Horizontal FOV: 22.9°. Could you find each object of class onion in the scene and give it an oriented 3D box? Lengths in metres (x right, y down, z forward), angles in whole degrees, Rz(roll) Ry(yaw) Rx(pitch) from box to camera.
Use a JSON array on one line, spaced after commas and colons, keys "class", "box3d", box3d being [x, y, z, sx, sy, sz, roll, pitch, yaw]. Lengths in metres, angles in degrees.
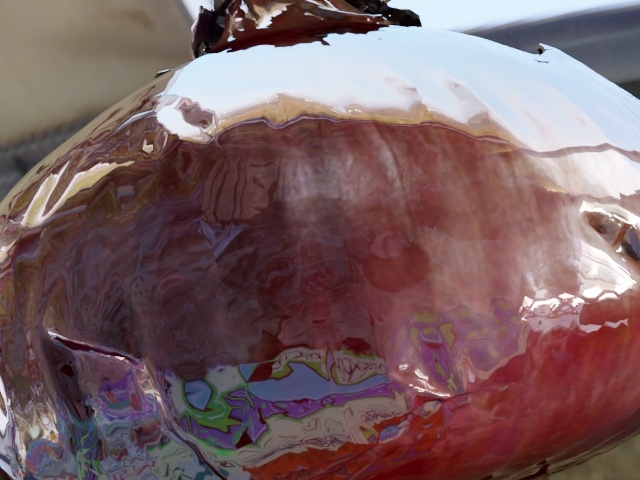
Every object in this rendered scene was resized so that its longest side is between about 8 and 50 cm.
[{"class": "onion", "box3d": [0.000, 0.000, 0.687, 0.348, 0.347, 0.285, -11, -101, 11]}]
